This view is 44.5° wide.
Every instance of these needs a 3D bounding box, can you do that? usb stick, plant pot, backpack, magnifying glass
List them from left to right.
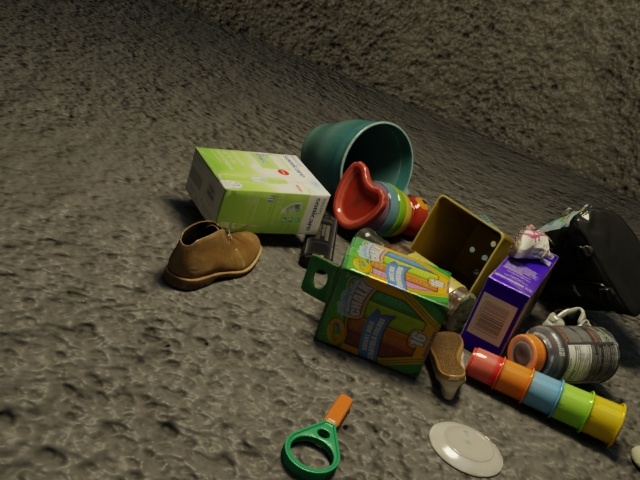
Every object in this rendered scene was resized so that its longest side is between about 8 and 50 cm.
[{"bbox_3d":[0.000,0.000,1.955,0.077,0.045,0.278,12,24,-1],"label":"usb stick"},{"bbox_3d":[0.006,0.321,1.301,0.092,0.026,0.231,25,26,11],"label":"magnifying glass"},{"bbox_3d":[0.084,-0.233,2.279,0.272,0.271,0.255,-1,17,-40],"label":"plant pot"},{"bbox_3d":[0.377,0.037,1.999,0.212,0.212,0.187,39,17,37],"label":"plant pot"},{"bbox_3d":[0.684,0.052,2.039,0.273,0.355,0.290,-32,90,-26],"label":"backpack"}]

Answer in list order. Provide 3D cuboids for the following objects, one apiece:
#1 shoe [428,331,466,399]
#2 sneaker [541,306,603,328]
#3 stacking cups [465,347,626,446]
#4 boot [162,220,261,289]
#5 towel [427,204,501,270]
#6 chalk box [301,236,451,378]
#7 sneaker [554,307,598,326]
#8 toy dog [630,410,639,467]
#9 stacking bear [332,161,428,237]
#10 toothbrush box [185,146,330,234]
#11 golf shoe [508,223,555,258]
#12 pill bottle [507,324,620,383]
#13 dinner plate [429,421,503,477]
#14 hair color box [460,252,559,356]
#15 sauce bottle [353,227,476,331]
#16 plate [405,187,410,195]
[{"bbox_3d":[0.260,0.252,1.616,0.077,0.058,0.219,1,19,6],"label":"shoe"},{"bbox_3d":[0.625,0.216,1.890,0.232,0.115,0.090,3,29,-34],"label":"sneaker"},{"bbox_3d":[0.449,0.309,1.587,0.316,0.096,0.096,23,24,10],"label":"stacking cups"},{"bbox_3d":[-0.211,0.012,1.682,0.112,0.115,0.305,26,22,20],"label":"boot"},{"bbox_3d":[0.468,-0.005,2.340,0.272,0.040,0.370,9,26,-25],"label":"towel"},{"bbox_3d":[0.101,0.121,1.610,0.289,0.180,0.179,20,23,3],"label":"chalk box"},{"bbox_3d":[0.655,0.210,2.017,0.067,0.042,0.118,7,19,-35],"label":"sneaker"},{"bbox_3d":[0.847,0.306,1.507,0.395,0.407,0.285,32,27,26],"label":"toy dog"},{"bbox_3d":[0.188,-0.082,2.144,0.289,0.164,0.175,13,36,-43],"label":"stacking bear"},{"bbox_3d":[-0.154,-0.119,1.894,0.283,0.122,0.206,3,32,-32],"label":"toothbrush box"},{"bbox_3d":[0.499,0.010,1.833,0.086,0.067,0.186,32,26,21],"label":"golf shoe"},{"bbox_3d":[0.529,0.251,1.722,0.246,0.130,0.130,5,28,-30],"label":"pill bottle"},{"bbox_3d":[0.264,0.369,1.406,0.141,0.017,0.141,17,22,-7],"label":"dinner plate"},{"bbox_3d":[0.448,0.135,1.843,0.110,0.185,0.339,28,25,16],"label":"hair color box"},{"bbox_3d":[0.213,0.080,1.865,0.111,0.111,0.344,-6,36,-45],"label":"sauce bottle"},{"bbox_3d":[0.209,-0.198,2.568,0.188,0.024,0.188,16,23,-7],"label":"plate"}]
